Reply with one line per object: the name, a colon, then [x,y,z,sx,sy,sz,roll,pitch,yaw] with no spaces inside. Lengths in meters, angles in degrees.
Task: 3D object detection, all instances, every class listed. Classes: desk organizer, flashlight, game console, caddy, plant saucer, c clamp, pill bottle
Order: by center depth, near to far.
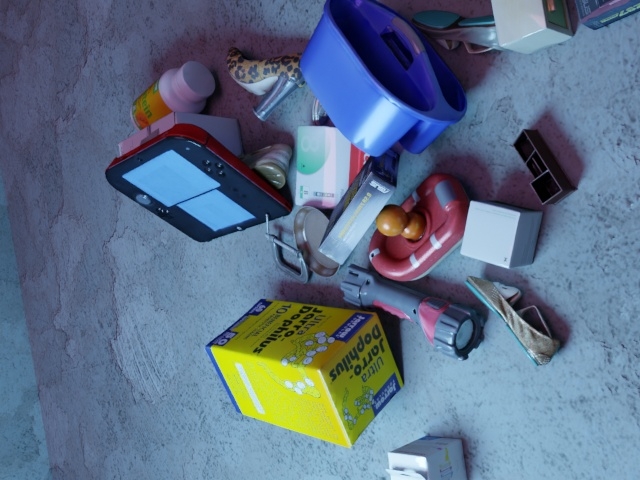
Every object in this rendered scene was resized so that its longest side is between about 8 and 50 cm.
desk organizer: [0.371,-0.125,1.147,0.047,0.050,0.130,-42,65,38]
caddy: [0.121,-0.315,1.247,0.341,0.241,0.179,59,135,22]
flashlight: [0.172,0.139,1.341,0.304,0.103,0.103,18,81,46]
plant saucer: [0.000,0.000,1.509,0.168,0.029,0.168,32,133,42]
c clamp: [-0.082,0.029,1.593,0.161,0.022,0.137,33,136,39]
game console: [-0.305,-0.120,1.640,0.386,0.342,0.060,-14,45,44]
pill bottle: [-0.391,-0.374,1.808,0.246,0.136,0.136,-26,76,42]

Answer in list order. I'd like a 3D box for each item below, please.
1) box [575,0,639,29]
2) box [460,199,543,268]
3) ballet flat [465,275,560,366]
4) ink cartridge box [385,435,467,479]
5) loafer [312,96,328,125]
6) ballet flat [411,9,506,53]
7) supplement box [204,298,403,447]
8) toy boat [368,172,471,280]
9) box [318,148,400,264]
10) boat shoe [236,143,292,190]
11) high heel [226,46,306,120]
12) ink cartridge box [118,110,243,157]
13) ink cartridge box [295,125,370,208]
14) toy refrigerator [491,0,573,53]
box: [0.463,-0.466,1.022,0.183,0.059,0.232,-19,80,44]
box: [0.316,-0.013,1.185,0.101,0.087,0.102,20,107,41]
ballet flat: [0.344,0.127,1.199,0.067,0.073,0.206,-42,65,8]
ink cartridge box: [0.200,0.440,1.298,0.092,0.143,0.090,-10,86,45]
loafer: [0.014,-0.312,1.486,0.039,0.045,0.125,20,105,35]
ballet flat: [0.253,-0.376,1.234,0.213,0.072,0.068,22,139,44]
supplement box: [-0.040,0.267,1.441,0.356,0.194,0.195,2,122,44]
toy boat: [0.165,-0.027,1.270,0.231,0.151,0.151,-49,43,35]
box: [0.079,-0.078,1.311,0.056,0.231,0.183,33,113,-5]
boat shoe: [-0.181,-0.160,1.660,0.302,0.109,0.098,-16,44,45]
high heel: [-0.119,-0.424,1.597,0.186,0.093,0.261,-42,55,18]
ink cartridge box: [-0.361,-0.231,1.749,0.273,0.198,0.115,-15,82,44]
ink cartridge box: [0.041,-0.155,1.467,0.225,0.056,0.181,11,102,45]
toy refrigerator: [0.337,-0.458,1.116,0.094,0.102,0.269,-12,85,44]
